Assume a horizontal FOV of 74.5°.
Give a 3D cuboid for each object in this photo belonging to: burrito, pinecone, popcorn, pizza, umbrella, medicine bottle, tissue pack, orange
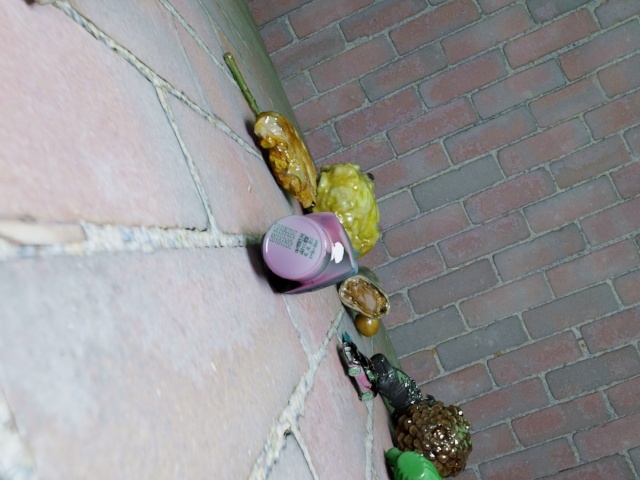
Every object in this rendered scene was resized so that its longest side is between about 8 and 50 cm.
[{"bbox_3d":[0.131,0.149,1.278,0.143,0.105,0.299,30,5,2],"label":"burrito"},{"bbox_3d":[0.278,0.503,1.045,0.204,0.184,0.179,72,19,-47],"label":"pinecone"},{"bbox_3d":[0.064,-0.087,1.210,0.252,0.215,0.286,-107,-174,-56],"label":"popcorn"},{"bbox_3d":[-0.074,-0.183,0.998,0.335,0.086,0.225,31,41,-76],"label":"pizza"},{"bbox_3d":[0.234,0.453,1.201,0.336,0.154,0.128,47,41,-6],"label":"umbrella"},{"bbox_3d":[-0.018,0.020,0.592,0.188,0.119,0.094,39,33,-78],"label":"medicine bottle"},{"bbox_3d":[0.086,0.280,0.952,0.085,0.028,0.137,-71,141,-81],"label":"tissue pack"},{"bbox_3d":[0.142,0.249,1.276,0.085,0.085,0.085,-23,90,-83],"label":"orange"}]

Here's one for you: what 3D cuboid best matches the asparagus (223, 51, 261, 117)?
[{"bbox_3d":[-0.171,-0.345,1.047,0.025,0.024,0.248,-54,134,-30],"label":"asparagus"}]

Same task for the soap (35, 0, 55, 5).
[{"bbox_3d":[-0.147,-0.307,0.361,0.314,0.199,0.091,-107,175,-48],"label":"soap"}]

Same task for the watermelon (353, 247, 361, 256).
[{"bbox_3d":[0.002,0.007,0.930,0.180,0.081,0.094,30,39,-12],"label":"watermelon"}]

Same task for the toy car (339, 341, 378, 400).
[{"bbox_3d":[0.083,0.262,0.855,0.069,0.055,0.142,-109,174,-59],"label":"toy car"}]

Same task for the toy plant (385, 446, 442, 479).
[{"bbox_3d":[0.212,0.512,0.823,0.240,0.088,0.155,59,-22,-4],"label":"toy plant"}]
